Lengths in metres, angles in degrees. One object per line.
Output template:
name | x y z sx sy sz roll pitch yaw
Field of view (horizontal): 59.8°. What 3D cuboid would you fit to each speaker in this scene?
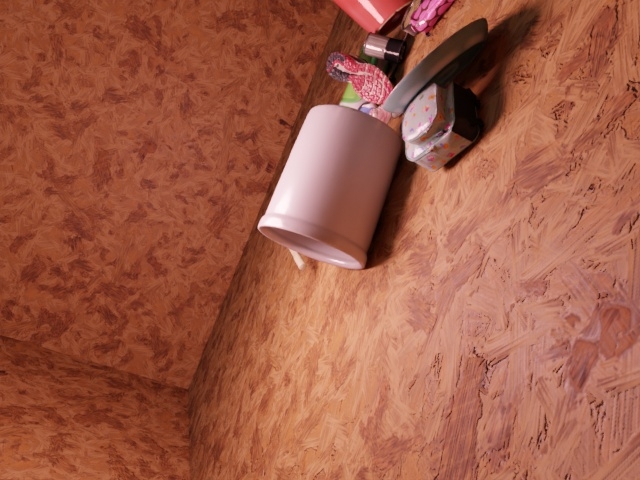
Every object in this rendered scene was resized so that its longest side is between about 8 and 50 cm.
speaker | 0.173 -0.609 2.126 0.297 0.131 0.131 -68 16 1

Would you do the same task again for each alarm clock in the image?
alarm clock | 0.343 -0.786 1.903 0.129 0.064 0.192 -84 20 -45

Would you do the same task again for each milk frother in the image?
milk frother | 0.223 -0.650 1.991 0.143 0.134 0.129 -67 -16 -8

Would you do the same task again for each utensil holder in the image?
utensil holder | 0.040 -0.151 1.622 0.386 0.327 0.327 -69 15 -10

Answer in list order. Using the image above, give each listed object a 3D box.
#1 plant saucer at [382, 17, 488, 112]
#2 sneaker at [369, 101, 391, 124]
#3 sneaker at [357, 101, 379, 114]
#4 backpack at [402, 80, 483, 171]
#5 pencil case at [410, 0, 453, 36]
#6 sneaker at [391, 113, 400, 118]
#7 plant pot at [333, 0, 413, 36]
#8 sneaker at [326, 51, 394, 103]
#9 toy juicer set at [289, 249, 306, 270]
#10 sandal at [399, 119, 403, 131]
plant saucer | 0.291 -0.415 1.374 0.317 0.044 0.317 -39 -3 -3
sneaker | 0.211 -0.445 1.888 0.134 0.070 0.051 -64 14 13
sneaker | 0.160 -0.428 2.046 0.211 0.080 0.081 122 153 -59
backpack | 0.273 -0.264 1.318 0.188 0.144 0.166 126 153 -51
pencil case | 0.363 -0.740 1.729 0.098 0.095 0.209 -37 -5 -32
sneaker | 0.257 -0.422 1.760 0.109 0.040 0.044 130 154 -49
plant pot | 0.203 -0.896 2.026 0.275 0.243 0.275 -39 -1 -1
sneaker | 0.159 -0.591 1.988 0.299 0.112 0.121 43 126 28
toy juicer set | 0.000 0.000 2.001 0.329 0.089 0.209 -47 38 35
sandal | 0.281 -0.421 1.637 0.219 0.060 0.090 -61 17 25
